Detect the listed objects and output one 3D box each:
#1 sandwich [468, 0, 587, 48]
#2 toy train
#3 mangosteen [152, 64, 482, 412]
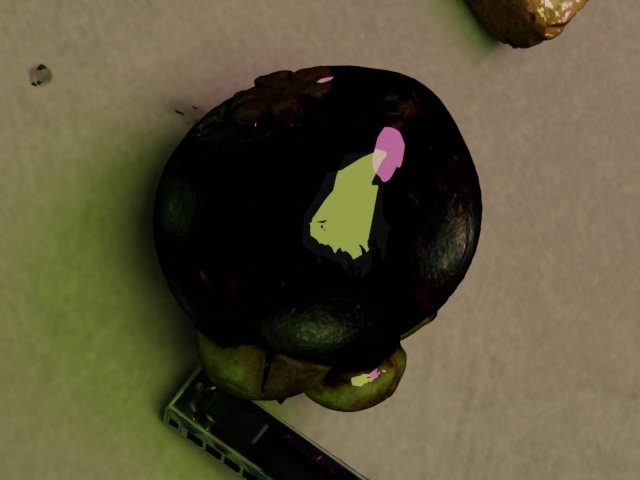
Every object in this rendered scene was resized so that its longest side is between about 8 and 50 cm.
[{"bbox_3d":[0.143,-0.319,1.305,0.288,0.099,0.254,44,76,-18],"label":"sandwich"},{"bbox_3d":[-0.010,0.160,1.181,0.207,0.047,0.043,33,59,10],"label":"toy train"},{"bbox_3d":[0.000,0.000,1.161,0.243,0.243,0.243,1,87,-27],"label":"mangosteen"}]
